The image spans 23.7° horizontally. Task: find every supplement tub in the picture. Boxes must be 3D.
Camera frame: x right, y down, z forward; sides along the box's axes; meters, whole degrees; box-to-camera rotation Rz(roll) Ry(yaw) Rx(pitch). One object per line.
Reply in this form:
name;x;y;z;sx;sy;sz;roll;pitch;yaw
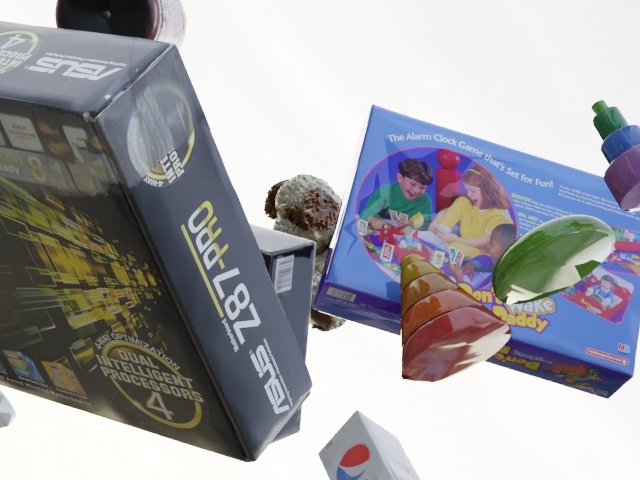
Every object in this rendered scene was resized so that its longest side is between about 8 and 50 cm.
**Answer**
supplement tub;-0.194;-0.223;1.542;0.106;0.106;0.198;49;8;-1

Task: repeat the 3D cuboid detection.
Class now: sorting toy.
sorting toy;0.188;-0.006;1.494;0.365;0.127;0.126;-45;-123;33

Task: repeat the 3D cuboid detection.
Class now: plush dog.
plush dog;0.000;0.000;2.460;0.262;0.211;0.225;15;-54;62

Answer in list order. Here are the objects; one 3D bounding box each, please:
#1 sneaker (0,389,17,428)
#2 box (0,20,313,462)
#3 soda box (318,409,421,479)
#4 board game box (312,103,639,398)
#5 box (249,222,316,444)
sneaker;-0.525;0.187;2.021;0.106;0.123;0.290;25;-19;46
box;-0.221;-0.014;1.129;0.395;0.097;0.318;13;-45;35
soda box;0.068;0.278;1.655;0.069;0.074;0.216;36;11;-27
board game box;0.189;0.012;1.697;0.347;0.233;0.078;17;-27;-4
box;-0.114;0.113;1.965;0.184;0.103;0.261;15;-72;33
